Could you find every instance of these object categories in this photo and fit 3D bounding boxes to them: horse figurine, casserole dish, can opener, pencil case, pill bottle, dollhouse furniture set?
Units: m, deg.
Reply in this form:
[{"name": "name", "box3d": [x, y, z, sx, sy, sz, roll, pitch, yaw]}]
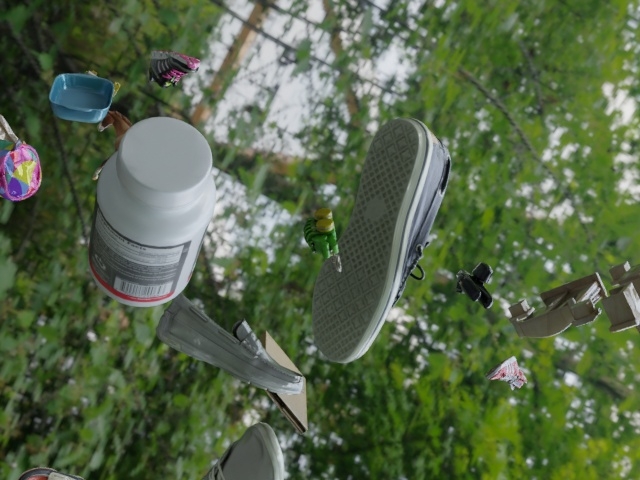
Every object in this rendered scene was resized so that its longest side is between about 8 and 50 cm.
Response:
[{"name": "horse figurine", "box3d": [-0.430, -0.202, 2.173, 0.066, 0.263, 0.175, 69, 40, -68]}, {"name": "casserole dish", "box3d": [-0.456, -0.270, 1.734, 0.188, 0.114, 0.037, -104, -156, -58]}, {"name": "can opener", "box3d": [0.278, 0.083, 1.647, 0.186, 0.059, 0.073, -65, 178, -76]}, {"name": "pencil case", "box3d": [-0.572, -0.127, 1.488, 0.104, 0.236, 0.105, -37, 132, -57]}, {"name": "pill bottle", "box3d": [-0.256, -0.041, 1.384, 0.318, 0.176, 0.176, 120, -11, -55]}, {"name": "dollhouse furniture set", "box3d": [0.515, 0.192, 1.803, 0.355, 0.174, 0.303, -26, 179, 36]}]

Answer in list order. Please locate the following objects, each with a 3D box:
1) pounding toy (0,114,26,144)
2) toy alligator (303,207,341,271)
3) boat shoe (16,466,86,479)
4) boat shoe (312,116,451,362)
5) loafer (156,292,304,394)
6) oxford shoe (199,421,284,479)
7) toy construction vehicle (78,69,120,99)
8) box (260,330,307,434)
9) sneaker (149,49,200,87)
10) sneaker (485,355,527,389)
[{"name": "pounding toy", "box3d": [-0.821, -0.252, 2.225, 0.269, 0.154, 0.155, -20, -153, 50]}, {"name": "toy alligator", "box3d": [0.000, 0.000, 1.455, 0.190, 0.051, 0.056, -98, 179, -62]}, {"name": "boat shoe", "box3d": [-0.445, 0.416, 1.531, 0.043, 0.137, 0.049, 25, -90, 48]}, {"name": "boat shoe", "box3d": [0.127, 0.010, 1.780, 0.186, 0.156, 0.500, 26, -80, 40]}, {"name": "loafer", "box3d": [-0.165, 0.210, 1.795, 0.112, 0.319, 0.112, -64, -163, -7]}, {"name": "oxford shoe", "box3d": [-0.201, 0.566, 2.123, 0.449, 0.130, 0.169, -55, -130, 48]}, {"name": "toy construction vehicle", "box3d": [-0.458, -0.321, 1.864, 0.098, 0.086, 0.035, -23, -143, 62]}, {"name": "box", "box3d": [-0.083, 0.312, 2.016, 0.021, 0.164, 0.201, -32, -157, 12]}, {"name": "sneaker", "box3d": [-0.308, -0.352, 1.892, 0.170, 0.063, 0.075, 18, -85, 49]}, {"name": "sneaker", "box3d": [0.396, 0.290, 1.924, 0.042, 0.067, 0.118, -37, 168, 37]}]
